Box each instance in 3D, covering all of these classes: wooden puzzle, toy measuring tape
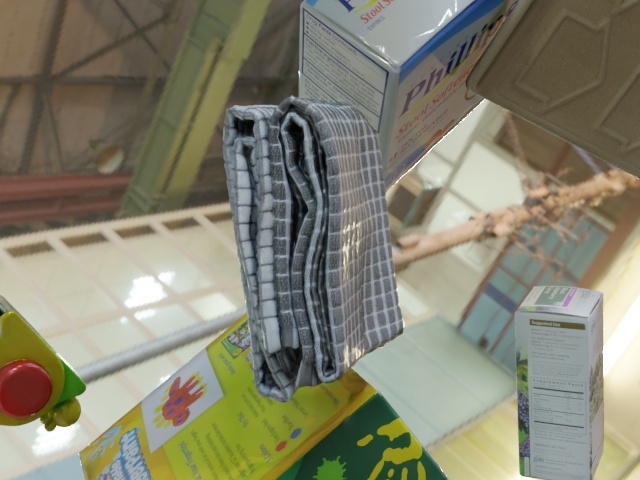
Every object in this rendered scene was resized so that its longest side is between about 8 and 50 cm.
[{"bbox_3d":[0.394,-0.257,1.182,0.348,0.080,0.322,22,-60,-19],"label":"wooden puzzle"},{"bbox_3d":[-0.398,0.118,1.119,0.121,0.121,0.330,-44,-58,-15],"label":"toy measuring tape"}]

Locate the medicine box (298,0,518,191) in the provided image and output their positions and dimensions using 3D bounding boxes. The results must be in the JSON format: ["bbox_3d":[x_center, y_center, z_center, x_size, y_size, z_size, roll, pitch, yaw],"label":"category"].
[{"bbox_3d":[0.113,-0.238,1.211,0.263,0.149,0.289,-43,-17,-20],"label":"medicine box"}]

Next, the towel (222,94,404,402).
[{"bbox_3d":[0.000,0.000,0.981,0.235,0.121,0.283,-26,-70,-75],"label":"towel"}]

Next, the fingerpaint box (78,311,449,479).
[{"bbox_3d":[-0.100,0.291,1.235,0.371,0.445,0.163,-40,-70,-8],"label":"fingerpaint box"}]

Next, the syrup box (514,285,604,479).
[{"bbox_3d":[0.309,0.184,1.242,0.093,0.096,0.237,-35,-57,-58],"label":"syrup box"}]
